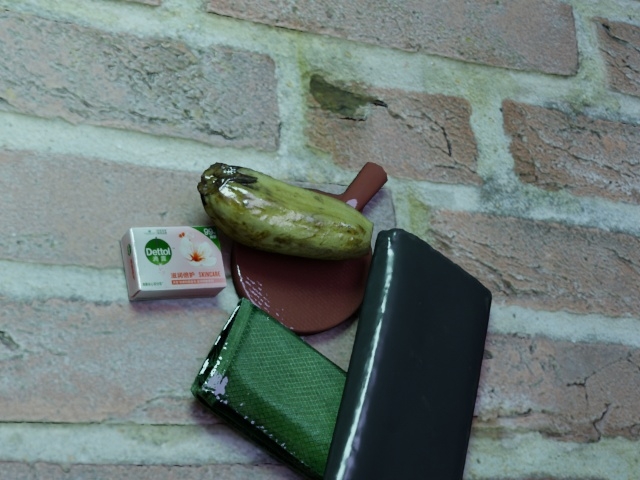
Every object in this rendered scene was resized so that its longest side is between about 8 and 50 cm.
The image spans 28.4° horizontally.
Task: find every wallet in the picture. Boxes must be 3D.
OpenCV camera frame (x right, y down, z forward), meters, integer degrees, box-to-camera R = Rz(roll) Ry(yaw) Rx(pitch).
[{"bbox_3d":[0.123,0.204,1.703,0.228,0.062,0.406,34,56,-33],"label":"wallet"},{"bbox_3d":[-0.043,0.202,1.642,0.236,0.055,0.160,39,54,-18],"label":"wallet"}]

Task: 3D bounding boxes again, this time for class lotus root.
[{"bbox_3d":[-0.046,-0.027,1.674,0.258,0.097,0.110,18,32,-16],"label":"lotus root"}]

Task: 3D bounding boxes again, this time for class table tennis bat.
[{"bbox_3d":[0.000,0.000,1.759,0.200,0.038,0.310,43,56,-5],"label":"table tennis bat"}]

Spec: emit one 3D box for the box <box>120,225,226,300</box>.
[{"bbox_3d":[-0.190,0.029,1.641,0.125,0.043,0.089,-3,70,-29],"label":"box"}]
